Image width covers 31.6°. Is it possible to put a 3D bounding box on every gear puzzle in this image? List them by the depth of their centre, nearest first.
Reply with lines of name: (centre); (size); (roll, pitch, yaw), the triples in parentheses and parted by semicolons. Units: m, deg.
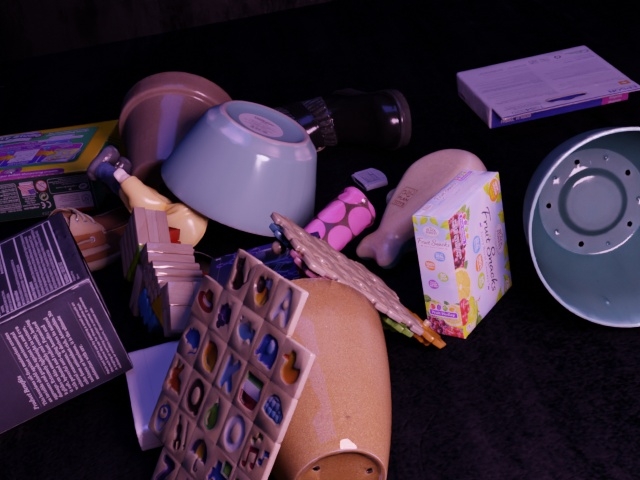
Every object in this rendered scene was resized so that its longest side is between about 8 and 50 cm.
gear puzzle: (0.059, 0.078, 1.644); (0.044, 0.339, 0.175); (-51, 37, 9)

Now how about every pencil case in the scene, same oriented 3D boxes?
pencil case: (0.000, 0.000, 1.965); (0.209, 0.098, 0.095); (-41, 77, -21)

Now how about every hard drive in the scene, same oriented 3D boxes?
hard drive: (-0.112, 0.194, 1.708); (0.353, 0.047, 0.233); (-15, 25, -8)

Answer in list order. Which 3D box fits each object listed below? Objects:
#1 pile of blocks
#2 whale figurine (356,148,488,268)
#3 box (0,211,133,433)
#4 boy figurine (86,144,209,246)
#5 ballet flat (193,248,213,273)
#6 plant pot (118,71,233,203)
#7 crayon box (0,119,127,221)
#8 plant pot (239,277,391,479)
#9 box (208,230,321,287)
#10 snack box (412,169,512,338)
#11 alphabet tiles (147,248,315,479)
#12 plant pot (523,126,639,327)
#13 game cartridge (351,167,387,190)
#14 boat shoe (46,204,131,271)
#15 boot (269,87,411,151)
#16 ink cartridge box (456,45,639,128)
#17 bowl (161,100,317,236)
pile of blocks: (-0.251, 0.076, 1.939); (0.112, 0.149, 0.362); (4, 27, -25)
whale figurine: (0.193, -0.037, 2.011); (0.272, 0.141, 0.216); (-46, 30, -14)
box: (-0.484, 0.136, 1.773); (0.294, 0.183, 0.296); (-25, 28, -9)
boy figurine: (-0.326, -0.080, 2.144); (0.285, 0.177, 0.092); (31, 80, 35)
ballet flat: (-0.207, 0.053, 2.018); (0.084, 0.058, 0.250); (-21, 28, -23)
plant pot: (-0.307, -0.185, 2.367); (0.263, 0.263, 0.229); (-5, 42, 10)
crayon box: (-0.648, -0.153, 2.555); (0.362, 0.106, 0.313); (-7, 25, 7)
plant pot: (-0.006, 0.218, 1.449); (0.237, 0.237, 0.254); (-12, 38, -5)
box: (-0.077, 0.102, 1.694); (0.184, 0.103, 0.261); (-17, 24, 8)
snack box: (0.223, 0.018, 1.759); (0.070, 0.207, 0.174); (8, 31, 33)
alphabet tiles: (-0.122, 0.194, 1.437); (0.011, 0.343, 0.285); (17, 8, -36)
plant pot: (0.442, -0.041, 1.730); (0.293, 0.293, 0.235); (-9, 12, 2)
game cartridge: (0.103, -0.126, 2.321); (0.056, 0.017, 0.083); (-20, 27, -13)
boat shoe: (-0.472, 0.000, 2.155); (0.122, 0.120, 0.324); (12, 34, 38)
boot: (0.016, -0.244, 2.456); (0.260, 0.131, 0.348); (-15, 14, -25)
ink cartridge box: (0.506, -0.332, 2.538); (0.324, 0.071, 0.330); (-12, 29, -6)
bowl: (-0.130, -0.154, 2.145); (0.311, 0.163, 0.311); (20, 24, -9)
